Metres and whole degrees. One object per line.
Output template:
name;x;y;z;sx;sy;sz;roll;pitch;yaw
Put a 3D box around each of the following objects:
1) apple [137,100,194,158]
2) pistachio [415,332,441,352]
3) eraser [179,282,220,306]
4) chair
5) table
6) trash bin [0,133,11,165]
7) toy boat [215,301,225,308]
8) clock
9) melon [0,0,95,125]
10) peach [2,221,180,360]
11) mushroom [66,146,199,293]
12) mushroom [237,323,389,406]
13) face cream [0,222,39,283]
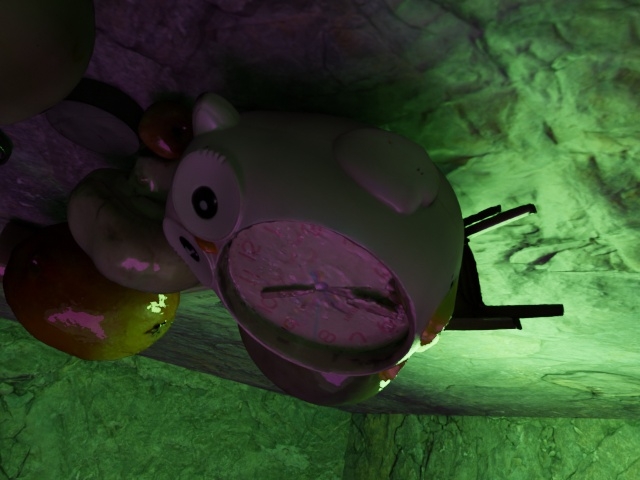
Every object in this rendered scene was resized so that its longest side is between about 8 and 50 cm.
apple;-0.210;-0.155;0.751;0.084;0.083;0.071;28;178;-34
pistachio;0.197;0.191;1.290;0.215;0.143;0.144;29;151;-23
eraser;-0.292;0.100;1.331;0.404;0.098;0.096;-11;148;41
chair;0.195;0.059;0.894;0.176;0.183;0.327;-4;172;-43
table;-0.327;-0.178;0.789;0.134;0.043;0.133;9;156;4
trash bin;-0.685;-0.106;0.858;0.220;0.250;0.219;1;148;22
toy boat;-0.184;0.137;1.385;0.215;0.088;0.102;3;152;21
clock;-0.012;-0.020;0.723;0.377;0.250;0.368;29;135;-2
melon;-0.335;-0.232;0.448;0.223;0.222;0.317;0;153;24
peach;-0.510;0.109;1.200;0.373;0.289;0.372;29;-175;-3
mushroom;-0.275;-0.049;0.884;0.260;0.254;0.234;25;110;-11
mushroom;0.009;0.157;1.108;0.363;0.294;0.362;17;126;25
face cream;-0.748;0.040;1.334;0.104;0.149;0.149;20;155;-23
